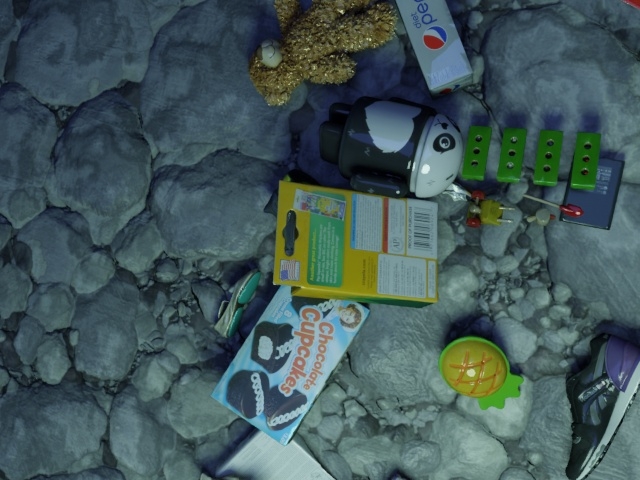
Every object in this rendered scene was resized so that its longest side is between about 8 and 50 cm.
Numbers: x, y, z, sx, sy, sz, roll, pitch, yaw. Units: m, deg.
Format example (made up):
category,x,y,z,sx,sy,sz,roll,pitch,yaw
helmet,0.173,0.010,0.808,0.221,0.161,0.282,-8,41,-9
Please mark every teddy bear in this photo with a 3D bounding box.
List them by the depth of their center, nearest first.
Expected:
category,x,y,z,sx,sy,sz,roll,pitch,yaw
teddy bear,-0.007,-0.420,1.440,0.338,0.113,0.245,-12,85,13

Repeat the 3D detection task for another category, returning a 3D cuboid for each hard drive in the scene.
category,x,y,z,sx,sy,sz,roll,pitch,yaw
hard drive,0.524,-0.094,1.355,0.094,0.022,0.135,12,93,13

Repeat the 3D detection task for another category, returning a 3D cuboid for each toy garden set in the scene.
category,x,y,z,sx,sy,sz,roll,pitch,yaw
toy garden set,0.396,-0.112,1.347,0.244,0.049,0.204,7,76,19

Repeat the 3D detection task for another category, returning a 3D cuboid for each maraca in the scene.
category,x,y,z,sx,sy,sz,roll,pitch,yaw
maraca,0.313,0.260,1.372,0.186,0.099,0.127,43,111,-15

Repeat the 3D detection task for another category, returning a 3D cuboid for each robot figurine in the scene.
category,x,y,z,sx,sy,sz,roll,pitch,yaw
robot figurine,0.139,-0.186,1.371,0.278,0.173,0.209,16,93,13

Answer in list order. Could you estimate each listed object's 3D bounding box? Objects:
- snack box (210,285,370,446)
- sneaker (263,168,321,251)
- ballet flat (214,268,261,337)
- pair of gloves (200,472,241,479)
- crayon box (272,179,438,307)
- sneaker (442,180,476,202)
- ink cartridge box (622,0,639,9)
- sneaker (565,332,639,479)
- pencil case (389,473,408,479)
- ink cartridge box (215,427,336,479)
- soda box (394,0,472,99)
category,x,y,z,sx,sy,sz,roll,pitch,yaw
snack box,-0.058,0.232,1.444,0.187,0.060,0.322,31,83,11
sneaker,0.000,0.000,1.453,0.121,0.111,0.300,-38,86,36
ballet flat,-0.185,0.129,1.512,0.052,0.057,0.168,27,96,22
pair of gloves,-0.161,0.601,1.442,0.204,0.042,0.240,6,110,44
crayon box,0.062,0.011,1.341,0.323,0.083,0.203,7,74,-16
sneaker,0.285,-0.092,1.413,0.083,0.032,0.037,31,120,9
ink cartridge box,0.708,-0.531,1.293,0.239,0.060,0.275,33,97,10
sneaker,0.513,0.313,1.332,0.124,0.107,0.283,27,93,27
pencil case,0.208,0.559,1.404,0.206,0.086,0.088,36,122,13
ink cartridge box,-0.084,0.506,1.500,0.225,0.056,0.181,43,100,-9
soda box,0.212,-0.433,1.392,0.091,0.098,0.286,-21,86,12
